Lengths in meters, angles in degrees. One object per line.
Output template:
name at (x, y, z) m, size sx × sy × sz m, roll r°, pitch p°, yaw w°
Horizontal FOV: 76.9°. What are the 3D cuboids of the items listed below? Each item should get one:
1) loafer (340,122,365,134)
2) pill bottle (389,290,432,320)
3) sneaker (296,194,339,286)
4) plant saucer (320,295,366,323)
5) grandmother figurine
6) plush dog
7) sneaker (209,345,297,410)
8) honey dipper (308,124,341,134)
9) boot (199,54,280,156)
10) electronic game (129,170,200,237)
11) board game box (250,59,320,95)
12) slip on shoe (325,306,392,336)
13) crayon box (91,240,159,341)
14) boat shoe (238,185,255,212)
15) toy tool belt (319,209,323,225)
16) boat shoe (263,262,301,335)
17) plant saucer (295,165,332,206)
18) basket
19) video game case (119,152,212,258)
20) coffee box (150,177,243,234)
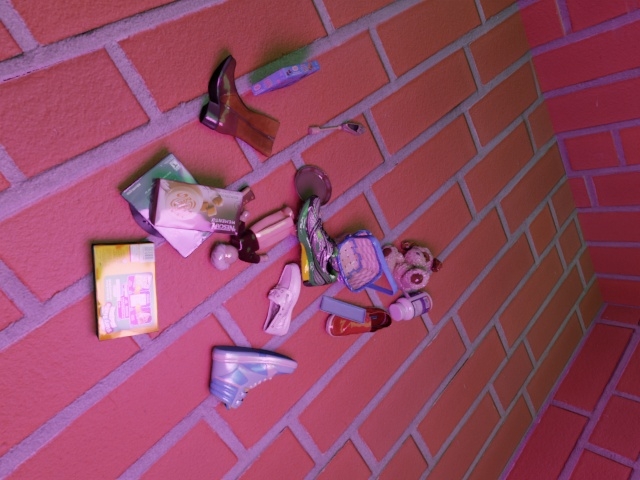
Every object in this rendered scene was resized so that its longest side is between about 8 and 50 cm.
loafer at (0.145, -0.473, 1.702) m, size 0.125 × 0.039 × 0.045 m, roll 0°, pitch 91°, yaw -34°
pill bottle at (0.416, 0.307, 1.867) m, size 0.193 × 0.108 × 0.108 m, roll -13°, pitch 99°, yaw -33°
sneaker at (0.000, 0.000, 1.500) m, size 0.134 × 0.146 × 0.344 m, roll -36°, pitch 121°, yaw -71°
plant saucer at (0.093, 0.286, 1.651) m, size 0.192 × 0.018 × 0.067 m, roll 19°, pitch 56°, yaw -8°
grandmother figurine at (-0.238, -0.006, 1.425) m, size 0.342 × 0.104 × 0.208 m, roll -33°, pitch 105°, yaw -31°
plush dog at (0.416, 0.117, 1.819) m, size 0.225 × 0.262 × 0.211 m, roll -35°, pitch 144°, yaw -18°
sneaker at (-0.244, 0.494, 1.424) m, size 0.318 × 0.127 × 0.208 m, roll 15°, pitch 81°, yaw -24°
honey dipper at (0.024, -0.451, 1.628) m, size 0.160 × 0.030 × 0.031 m, roll -19°, pitch 102°, yaw -34°
boot at (-0.252, -0.465, 1.406) m, size 0.280 × 0.096 × 0.264 m, roll 19°, pitch 75°, yaw -36°
electronic game at (-0.483, -0.120, 1.286) m, size 0.229 × 0.048 × 0.229 m, roll -5°, pitch 100°, yaw -28°
board game box at (-0.119, -0.570, 1.413) m, size 0.211 × 0.160 × 0.039 m, roll -42°, pitch 114°, yaw -47°
slip on shoe at (0.168, 0.343, 1.708) m, size 0.331 × 0.101 × 0.123 m, roll 1°, pitch 93°, yaw -33°
crayon box at (-0.584, 0.145, 1.207) m, size 0.165 × 0.081 × 0.279 m, roll -3°, pitch 93°, yaw -33°
boat shoe at (-0.295, -0.116, 1.403) m, size 0.178 × 0.064 × 0.060 m, roll -48°, pitch 114°, yaw -26°
toy tool belt at (-0.011, -0.103, 1.603) m, size 0.083 × 0.052 × 0.051 m, roll 56°, pitch 19°, yaw -27°
boat shoe at (-0.147, 0.215, 1.492) m, size 0.096 × 0.098 × 0.277 m, roll 15°, pitch 84°, yaw -34°
plant saucer at (-0.031, -0.208, 1.581) m, size 0.168 × 0.029 × 0.169 m, roll 9°, pitch 72°, yaw -30°
basket at (0.163, 0.088, 1.581) m, size 0.201 × 0.289 × 0.255 m, roll -34°, pitch 110°, yaw -30°
video game case at (-0.448, -0.106, 1.266) m, size 0.196 × 0.026 × 0.274 m, roll -45°, pitch 115°, yaw -15°
coffee box at (-0.376, -0.101, 1.234) m, size 0.246 × 0.098 × 0.141 m, roll 8°, pitch 94°, yaw -30°
